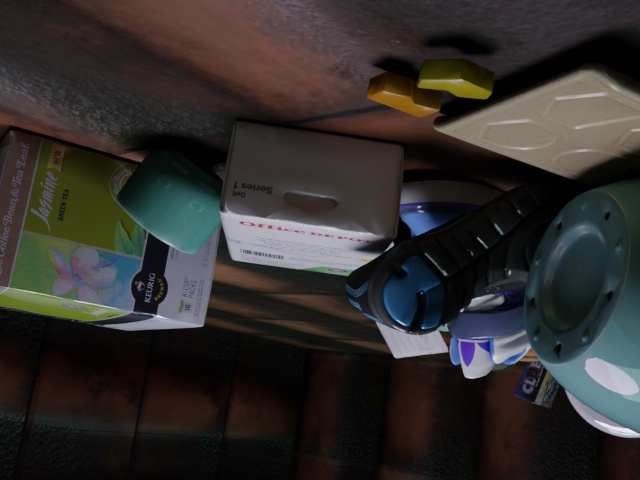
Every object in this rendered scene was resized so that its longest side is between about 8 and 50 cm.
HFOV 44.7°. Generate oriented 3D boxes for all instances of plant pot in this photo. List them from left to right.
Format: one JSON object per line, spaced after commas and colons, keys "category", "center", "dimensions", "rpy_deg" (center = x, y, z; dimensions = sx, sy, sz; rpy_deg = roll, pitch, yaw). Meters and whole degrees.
{"category": "plant pot", "center": [0.356, 0.065, 0.793], "dimensions": [0.235, 0.293, 0.293], "rpy_deg": [17, 166, -12]}

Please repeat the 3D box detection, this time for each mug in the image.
{"category": "mug", "center": [-0.186, -0.063, 1.025], "dimensions": [0.129, 0.097, 0.158], "rpy_deg": [36, -172, -19]}

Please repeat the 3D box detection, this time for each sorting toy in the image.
{"category": "sorting toy", "center": [0.212, -0.118, 0.709], "dimensions": [0.307, 0.041, 0.229], "rpy_deg": [15, 170, -27]}

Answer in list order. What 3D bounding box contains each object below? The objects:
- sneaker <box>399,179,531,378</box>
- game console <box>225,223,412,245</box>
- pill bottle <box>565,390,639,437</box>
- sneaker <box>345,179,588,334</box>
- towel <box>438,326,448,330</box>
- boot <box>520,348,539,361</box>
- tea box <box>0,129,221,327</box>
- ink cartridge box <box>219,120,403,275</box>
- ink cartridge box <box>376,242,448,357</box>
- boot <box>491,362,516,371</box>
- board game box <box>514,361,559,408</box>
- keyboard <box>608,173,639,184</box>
{"category": "sneaker", "center": [0.208, 0.066, 1.061], "dimensions": [0.130, 0.236, 0.323], "rpy_deg": [-4, 164, 42]}
{"category": "game console", "center": [0.000, 0.000, 1.347], "dimensions": [0.361, 0.044, 0.213], "rpy_deg": [-2, 164, 39]}
{"category": "pill bottle", "center": [0.645, 0.249, 1.564], "dimensions": [0.229, 0.229, 0.408], "rpy_deg": [0, 178, 30]}
{"category": "sneaker", "center": [0.186, 0.009, 0.931], "dimensions": [0.341, 0.125, 0.140], "rpy_deg": [-16, -174, -23]}
{"category": "towel", "center": [0.358, 0.145, 1.672], "dimensions": [0.320, 0.090, 0.374], "rpy_deg": [3, 167, 24]}
{"category": "boot", "center": [0.337, 0.094, 1.313], "dimensions": [0.283, 0.109, 0.220], "rpy_deg": [27, 143, -5]}
{"category": "tea box", "center": [-0.373, 0.008, 1.205], "dimensions": [0.323, 0.220, 0.329], "rpy_deg": [14, 166, -31]}
{"category": "ink cartridge box", "center": [-0.016, -0.041, 0.998], "dimensions": [0.201, 0.117, 0.278], "rpy_deg": [8, 167, -2]}
{"category": "ink cartridge box", "center": [0.126, 0.084, 1.167], "dimensions": [0.056, 0.181, 0.225], "rpy_deg": [-26, 177, -19]}
{"category": "boot", "center": [0.359, 0.214, 1.657], "dimensions": [0.161, 0.083, 0.246], "rpy_deg": [16, 159, -14]}
{"category": "board game box", "center": [0.453, 0.199, 1.494], "dimensions": [0.042, 0.243, 0.165], "rpy_deg": [22, 175, 30]}
{"category": "keyboard", "center": [0.422, -0.057, 0.874], "dimensions": [0.180, 0.023, 0.108], "rpy_deg": [6, 168, 12]}
